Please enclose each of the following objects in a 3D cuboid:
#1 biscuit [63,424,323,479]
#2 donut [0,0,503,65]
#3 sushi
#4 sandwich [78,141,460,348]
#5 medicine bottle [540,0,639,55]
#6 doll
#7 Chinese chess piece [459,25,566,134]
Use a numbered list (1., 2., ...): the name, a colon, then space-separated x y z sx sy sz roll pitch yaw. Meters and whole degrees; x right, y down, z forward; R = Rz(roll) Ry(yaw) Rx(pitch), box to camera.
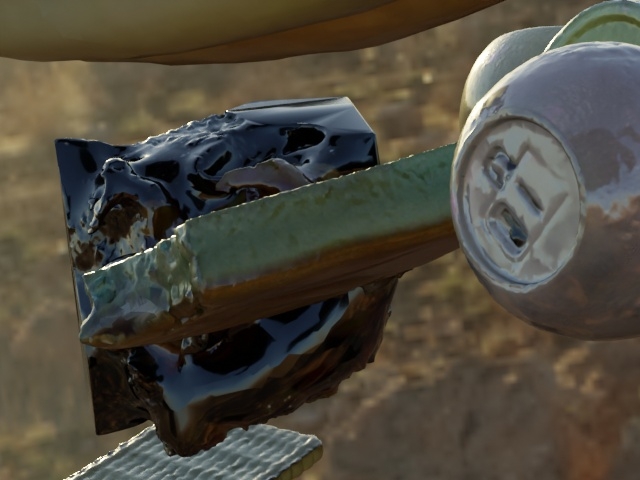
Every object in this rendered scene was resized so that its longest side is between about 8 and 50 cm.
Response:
1. biscuit: -0.131 0.222 1.774 0.172 0.029 0.254 11 24 34
2. donut: 0.013 -0.223 0.490 0.449 0.198 0.448 -12 52 16
3. sushi: -0.064 0.036 1.439 0.227 0.215 0.212 -8 23 -9
4. sandwich: 0.000 0.000 1.120 0.245 0.063 0.212 -25 -7 34
5. medicine bottle: 0.220 -0.068 1.222 0.143 0.147 0.147 11 0 -36
6. doll: 0.196 -0.026 0.989 0.287 0.150 0.151 -3 7 -41
7. Chinese chess piece: 0.254 -0.100 1.728 0.273 0.102 0.273 11 -13 3
